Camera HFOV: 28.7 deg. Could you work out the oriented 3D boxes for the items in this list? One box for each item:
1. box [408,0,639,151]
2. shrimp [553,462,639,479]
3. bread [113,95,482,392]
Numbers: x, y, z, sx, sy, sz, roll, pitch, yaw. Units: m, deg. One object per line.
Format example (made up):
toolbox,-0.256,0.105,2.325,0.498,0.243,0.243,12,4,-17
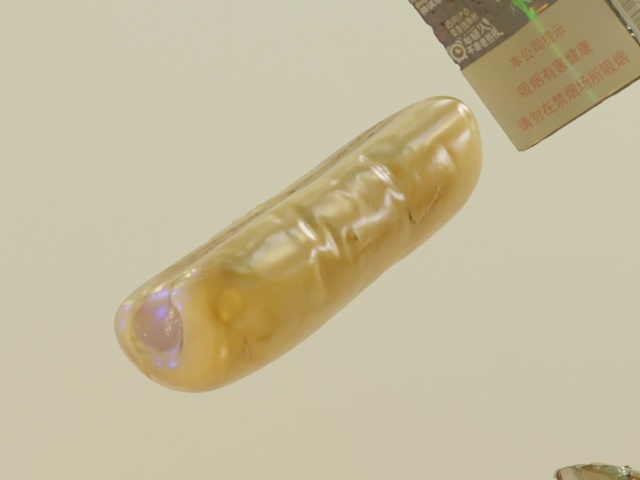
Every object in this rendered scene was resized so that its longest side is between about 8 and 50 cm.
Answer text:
box,0.208,-0.272,1.331,0.310,0.198,0.084,53,-136,-4
shrimp,0.171,0.155,0.704,0.099,0.180,0.041,20,-106,0
bread,0.000,0.000,0.850,0.142,0.091,0.305,-15,-164,49
